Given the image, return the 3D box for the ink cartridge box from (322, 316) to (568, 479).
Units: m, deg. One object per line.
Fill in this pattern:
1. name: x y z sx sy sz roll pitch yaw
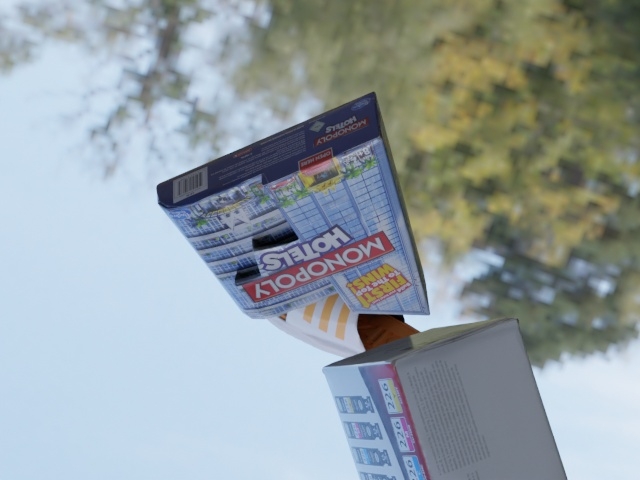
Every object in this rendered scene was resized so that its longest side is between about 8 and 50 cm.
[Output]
1. ink cartridge box: 0.122 0.240 1.819 0.130 0.309 0.272 -18 180 -18

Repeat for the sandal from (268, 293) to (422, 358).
1. sandal: 0.061 0.081 2.065 0.265 0.076 0.102 26 -143 13

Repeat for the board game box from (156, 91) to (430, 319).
1. board game box: 0.000 0.000 1.578 0.194 0.194 0.060 55 -160 -38
